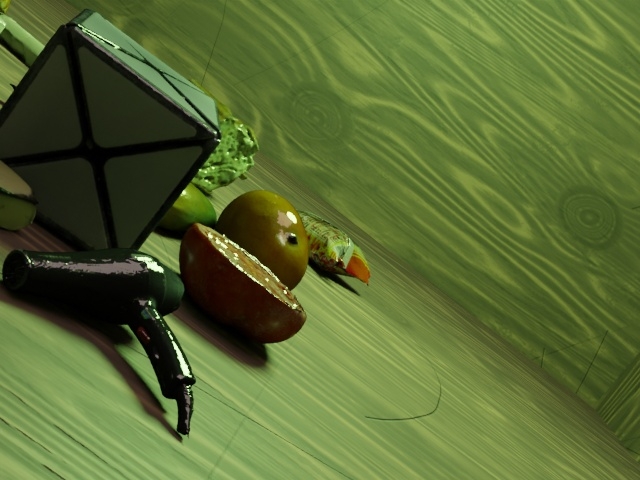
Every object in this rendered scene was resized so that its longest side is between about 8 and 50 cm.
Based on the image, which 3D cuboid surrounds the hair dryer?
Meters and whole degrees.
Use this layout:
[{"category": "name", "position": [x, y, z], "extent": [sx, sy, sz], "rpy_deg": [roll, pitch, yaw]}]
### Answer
[{"category": "hair dryer", "position": [-0.206, 0.103, 1.132], "extent": [0.235, 0.091, 0.272], "rpy_deg": [13, 28, -50]}]

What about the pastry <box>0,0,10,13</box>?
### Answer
[{"category": "pastry", "position": [-0.762, -0.617, 2.234], "extent": [0.256, 0.170, 0.236], "rpy_deg": [18, -8, 39]}]

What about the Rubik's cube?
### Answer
[{"category": "Rubik's cube", "position": [-0.310, -0.151, 1.454], "extent": [0.254, 0.259, 0.260], "rpy_deg": [35, 7, -17]}]

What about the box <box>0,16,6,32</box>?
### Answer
[{"category": "box", "position": [-0.770, -0.500, 2.066], "extent": [0.259, 0.071, 0.168], "rpy_deg": [31, 10, -41]}]

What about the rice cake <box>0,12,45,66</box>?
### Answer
[{"category": "rice cake", "position": [-0.631, -0.412, 2.259], "extent": [0.256, 0.052, 0.057], "rpy_deg": [39, 11, 12]}]

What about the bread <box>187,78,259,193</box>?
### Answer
[{"category": "bread", "position": [-0.286, -0.242, 2.379], "extent": [0.252, 0.238, 0.196], "rpy_deg": [-127, -156, -50]}]

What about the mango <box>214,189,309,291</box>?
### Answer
[{"category": "mango", "position": [-0.108, -0.002, 1.815], "extent": [0.139, 0.176, 0.254], "rpy_deg": [21, 15, -34]}]

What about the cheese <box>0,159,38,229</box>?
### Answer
[{"category": "cheese", "position": [-0.458, -0.108, 1.280], "extent": [0.251, 0.054, 0.127], "rpy_deg": [41, 8, 26]}]

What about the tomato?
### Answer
[{"category": "tomato", "position": [-0.126, 0.077, 1.571], "extent": [0.236, 0.095, 0.237], "rpy_deg": [38, 4, -3]}]

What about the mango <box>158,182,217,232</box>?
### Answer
[{"category": "mango", "position": [-0.265, -0.072, 1.836], "extent": [0.137, 0.091, 0.237], "rpy_deg": [46, 3, 14]}]

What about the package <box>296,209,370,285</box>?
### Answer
[{"category": "package", "position": [0.002, 0.001, 2.573], "extent": [0.288, 0.108, 0.223], "rpy_deg": [39, 6, 28]}]

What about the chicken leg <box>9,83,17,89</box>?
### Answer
[{"category": "chicken leg", "position": [-0.455, -0.213, 1.865], "extent": [0.105, 0.063, 0.234], "rpy_deg": [37, 7, 33]}]
